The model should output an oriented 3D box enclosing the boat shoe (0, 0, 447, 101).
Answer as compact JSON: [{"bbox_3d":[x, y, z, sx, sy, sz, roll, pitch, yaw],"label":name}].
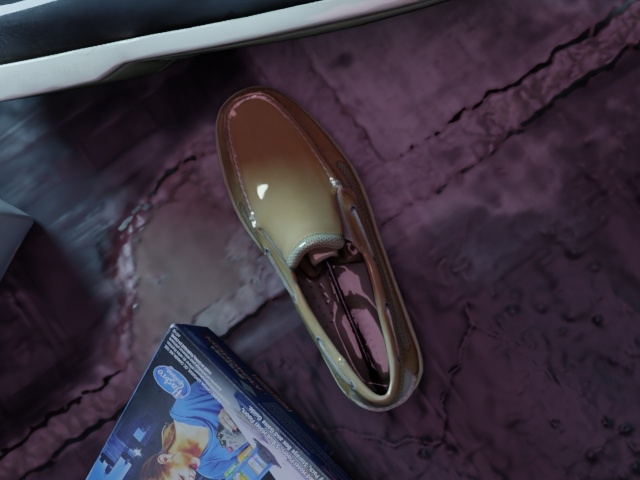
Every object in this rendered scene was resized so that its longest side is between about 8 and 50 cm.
[{"bbox_3d":[-0.043,-0.154,0.729,0.340,0.127,0.113,-11,98,16],"label":"boat shoe"}]

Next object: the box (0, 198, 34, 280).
[{"bbox_3d":[-0.268,0.001,0.766,0.170,0.091,0.130,30,92,7],"label":"box"}]

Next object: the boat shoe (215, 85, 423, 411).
[{"bbox_3d":[0.000,0.000,0.742,0.068,0.072,0.190,-31,84,5],"label":"boat shoe"}]

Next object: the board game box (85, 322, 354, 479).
[{"bbox_3d":[-0.066,0.179,0.742,0.194,0.060,0.194,44,96,14],"label":"board game box"}]
